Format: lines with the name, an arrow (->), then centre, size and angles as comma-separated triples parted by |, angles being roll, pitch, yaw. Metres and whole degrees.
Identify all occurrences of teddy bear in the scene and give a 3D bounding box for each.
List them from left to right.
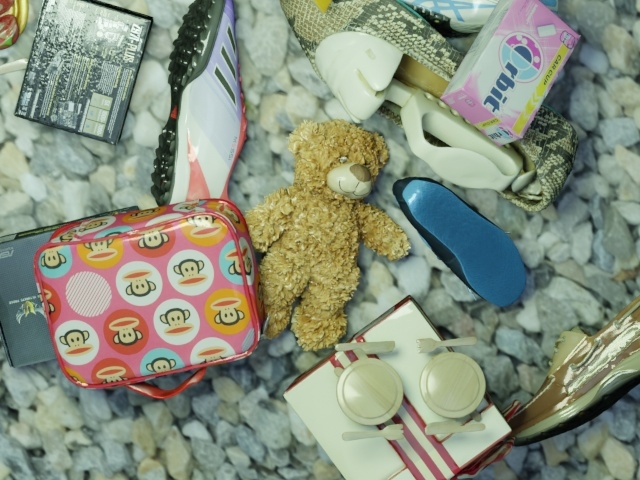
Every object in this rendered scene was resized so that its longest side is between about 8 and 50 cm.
teddy bear -> 0.000, 0.000, 1.956 | 0.245, 0.113, 0.338 | 33, 98, -12

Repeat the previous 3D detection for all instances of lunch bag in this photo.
lunch bag -> -0.223, 0.089, 1.879 | 0.293, 0.120, 0.258 | -10, 104, 6

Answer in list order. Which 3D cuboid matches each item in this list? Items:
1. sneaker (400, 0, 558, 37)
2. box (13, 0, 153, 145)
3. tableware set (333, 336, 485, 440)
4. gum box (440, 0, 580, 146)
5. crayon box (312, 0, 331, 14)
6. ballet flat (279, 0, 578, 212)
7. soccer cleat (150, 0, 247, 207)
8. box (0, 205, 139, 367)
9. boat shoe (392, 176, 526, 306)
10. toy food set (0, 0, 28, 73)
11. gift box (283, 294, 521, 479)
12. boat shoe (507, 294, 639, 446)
sneaker -> 0.212, -0.329, 1.922 | 0.237, 0.085, 0.086 | 3, 79, -4
box -> -0.323, -0.239, 1.897 | 0.147, 0.077, 0.180 | 15, 101, -7
tableware set -> 0.117, 0.195, 1.802 | 0.194, 0.039, 0.128 | -3, 78, -3
gum box -> 0.255, -0.234, 1.835 | 0.107, 0.062, 0.188 | 37, 71, -16
crayon box -> -0.075, -0.465, 1.782 | 0.323, 0.083, 0.203 | 49, 52, -29
ballet flat -> 0.139, -0.193, 1.879 | 0.483, 0.182, 0.164 | 32, 140, -11
soccer cleat -> -0.150, -0.192, 1.919 | 0.117, 0.109, 0.318 | 7, 100, -26
box -> -0.350, 0.066, 1.970 | 0.233, 0.059, 0.183 | -12, 104, -2
boat shoe -> 0.202, -0.011, 1.976 | 0.109, 0.089, 0.258 | -43, 118, -7
toy food set -> -0.464, -0.321, 1.873 | 0.128, 0.071, 0.217 | -6, 103, -3
gift box -> 0.125, 0.236, 1.950 | 0.255, 0.276, 0.258 | -37, 87, 8
boat shoe -> 0.399, 0.183, 2.032 | 0.324, 0.122, 0.120 | -35, 70, 11
